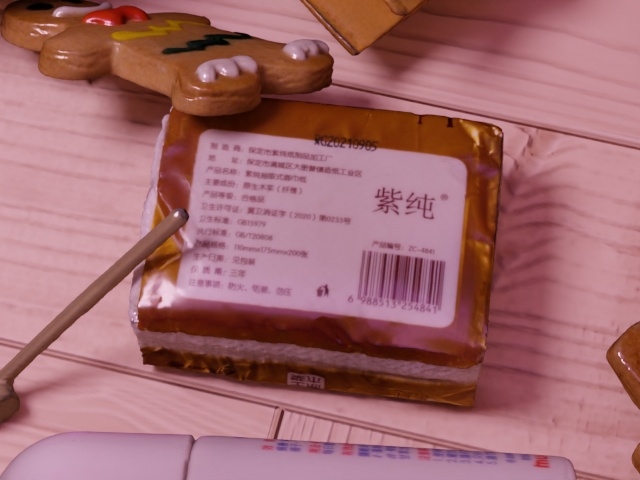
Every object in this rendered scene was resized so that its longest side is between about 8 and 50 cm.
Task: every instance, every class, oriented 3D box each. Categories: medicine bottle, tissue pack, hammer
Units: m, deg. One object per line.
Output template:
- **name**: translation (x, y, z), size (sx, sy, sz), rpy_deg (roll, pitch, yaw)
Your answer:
- **medicine bottle**: translation (-0.026, 0.179, 1.122), size (0.340, 0.130, 0.130), rpy_deg (4, 61, 1)
- **tissue pack**: translation (0.000, 0.000, 1.244), size (0.226, 0.092, 0.183), rpy_deg (5, 61, 4)
- **hammer**: translation (-0.155, 0.035, 1.205), size (0.195, 0.028, 0.060), rpy_deg (-41, 60, 17)

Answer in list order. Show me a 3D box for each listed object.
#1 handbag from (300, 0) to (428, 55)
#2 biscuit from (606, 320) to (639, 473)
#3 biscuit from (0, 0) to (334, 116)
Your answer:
- **handbag**: translation (0.087, -0.337, 1.381), size (0.401, 0.133, 0.283), rpy_deg (-40, 87, -30)
- **biscuit**: translation (0.281, 0.138, 1.201), size (0.212, 0.041, 0.239), rpy_deg (9, 61, -3)
- **biscuit**: translation (-0.117, -0.134, 1.296), size (0.240, 0.035, 0.158), rpy_deg (18, 23, 29)
